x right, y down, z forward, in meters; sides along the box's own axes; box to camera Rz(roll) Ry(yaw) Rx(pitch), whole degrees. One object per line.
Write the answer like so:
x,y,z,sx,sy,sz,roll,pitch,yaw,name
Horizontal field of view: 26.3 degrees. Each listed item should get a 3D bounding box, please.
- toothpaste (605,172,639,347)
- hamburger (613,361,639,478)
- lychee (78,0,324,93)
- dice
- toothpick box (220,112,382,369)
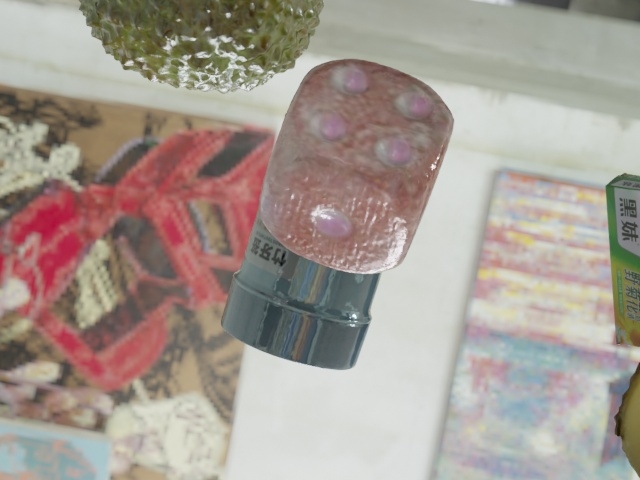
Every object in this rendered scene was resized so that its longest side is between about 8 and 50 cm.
0.312,0.022,1.351,0.037,0.043,0.179,-32,123,-39,toothpaste
0.439,0.213,1.376,0.186,0.302,0.261,51,21,-28,hamburger
-0.121,-0.279,1.385,0.320,0.270,0.270,-4,108,-52,lychee
0.021,-0.042,0.797,0.094,0.093,0.091,108,4,-53,dice
0.000,0.000,0.939,0.101,0.101,0.153,-48,156,-82,toothpick box
